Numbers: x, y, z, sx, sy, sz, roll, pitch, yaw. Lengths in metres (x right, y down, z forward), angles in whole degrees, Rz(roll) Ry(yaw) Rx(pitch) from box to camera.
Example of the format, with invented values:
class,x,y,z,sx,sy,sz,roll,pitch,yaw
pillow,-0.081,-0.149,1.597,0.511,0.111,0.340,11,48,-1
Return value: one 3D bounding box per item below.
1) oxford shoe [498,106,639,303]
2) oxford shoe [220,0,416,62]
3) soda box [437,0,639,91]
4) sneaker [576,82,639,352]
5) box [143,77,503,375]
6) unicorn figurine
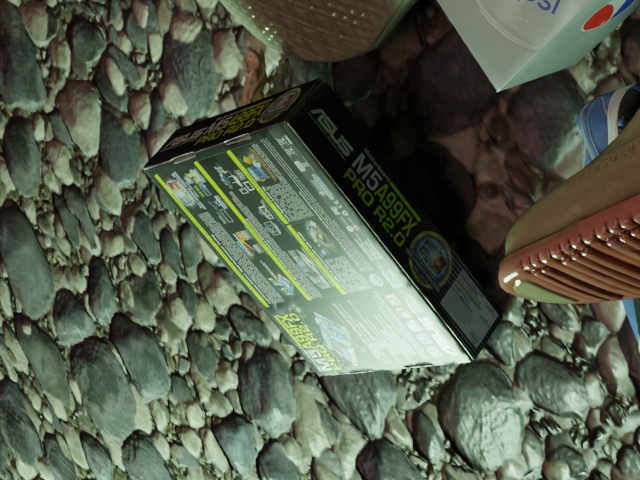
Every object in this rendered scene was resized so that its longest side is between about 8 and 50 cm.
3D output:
class,x,y,z,sx,sy,sz,roll,pitch,yaw
oxford shoe,0.272,-0.079,0.886,0.397,0.140,0.147,-30,57,33
oxford shoe,0.034,-0.256,1.110,0.169,0.130,0.449,42,157,-12
soda box,0.202,-0.220,0.942,0.091,0.098,0.286,59,141,12
sneaker,0.238,-0.012,1.026,0.081,0.080,0.211,10,112,65
box,0.000,0.000,1.222,0.216,0.060,0.270,-13,123,52
unicorn figurine,-0.028,-0.099,1.266,0.060,0.162,0.111,-26,54,32
